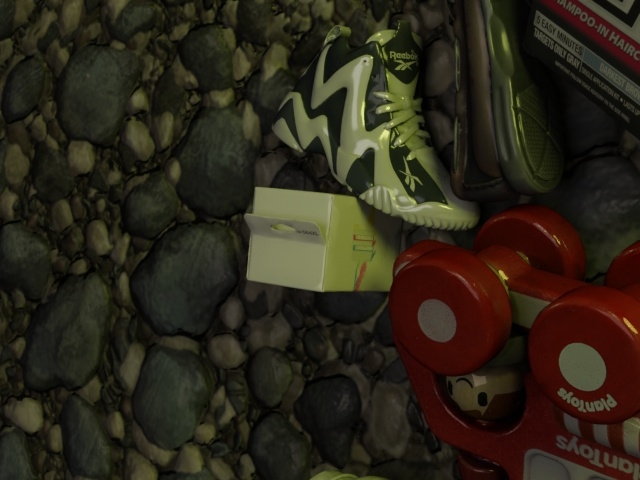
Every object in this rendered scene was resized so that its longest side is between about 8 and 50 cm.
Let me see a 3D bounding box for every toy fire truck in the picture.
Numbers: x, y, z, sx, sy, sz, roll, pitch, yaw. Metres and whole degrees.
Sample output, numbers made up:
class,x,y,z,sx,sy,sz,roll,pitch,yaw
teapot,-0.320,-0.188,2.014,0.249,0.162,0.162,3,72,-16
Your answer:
class,x,y,z,sx,sy,sz,roll,pitch,yaw
toy fire truck,0.188,0.121,0.949,0.302,0.169,0.253,15,116,35

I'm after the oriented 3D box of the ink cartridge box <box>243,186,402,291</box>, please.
class,x,y,z,sx,sy,sz,roll,pitch,yaw
ink cartridge box,0.000,0.000,1.082,0.092,0.143,0.089,6,92,36

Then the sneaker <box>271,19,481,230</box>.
class,x,y,z,sx,sy,sz,roll,pitch,yaw
sneaker,0.072,-0.119,1.066,0.235,0.094,0.153,38,114,36

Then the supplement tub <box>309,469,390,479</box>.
class,x,y,z,sx,sy,sz,roll,pitch,yaw
supplement tub,0.071,0.296,1.022,0.200,0.144,0.144,18,99,35

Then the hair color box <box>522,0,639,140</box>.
class,x,y,z,sx,sy,sz,roll,pitch,yaw
hair color box,0.270,-0.266,0.800,0.185,0.114,0.374,51,145,43

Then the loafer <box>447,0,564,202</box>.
class,x,y,z,sx,sy,sz,roll,pitch,yaw
loafer,0.142,-0.180,1.004,0.095,0.109,0.302,-14,73,40
